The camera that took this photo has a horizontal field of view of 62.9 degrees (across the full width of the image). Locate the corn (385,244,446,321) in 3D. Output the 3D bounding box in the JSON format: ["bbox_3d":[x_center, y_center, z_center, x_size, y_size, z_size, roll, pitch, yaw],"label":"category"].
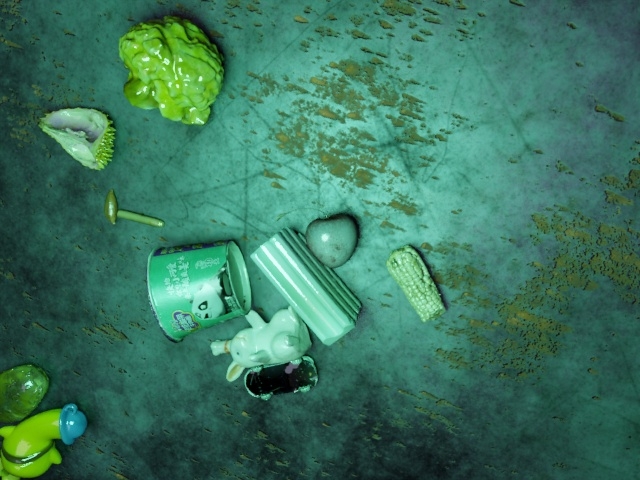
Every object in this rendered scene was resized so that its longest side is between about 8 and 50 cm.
[{"bbox_3d":[0.237,0.112,1.278,0.087,0.087,0.210,-30,94,15],"label":"corn"}]

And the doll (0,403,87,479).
[{"bbox_3d":[-0.844,0.596,1.548,0.363,0.145,0.199,-42,109,12],"label":"doll"}]

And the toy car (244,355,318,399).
[{"bbox_3d":[-0.107,0.367,1.409,0.205,0.056,0.095,-15,99,17],"label":"toy car"}]

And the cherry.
[{"bbox_3d":[0.000,0.005,1.270,0.188,0.115,0.148,-15,137,-17],"label":"cherry"}]

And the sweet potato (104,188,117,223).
[{"bbox_3d":[-0.565,-0.091,1.409,0.034,0.034,0.095,0,92,10],"label":"sweet potato"}]

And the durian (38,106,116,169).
[{"bbox_3d":[-0.605,-0.265,1.331,0.183,0.132,0.165,-5,90,23],"label":"durian"}]

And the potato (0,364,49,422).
[{"bbox_3d":[-0.906,0.457,1.545,0.251,0.113,0.149,-31,93,15],"label":"potato"}]

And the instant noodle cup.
[{"bbox_3d":[-0.289,0.113,1.304,0.190,0.251,0.251,-13,99,4],"label":"instant noodle cup"}]

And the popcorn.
[{"bbox_3d":[-0.343,-0.387,1.225,0.237,0.206,0.251,-8,118,-4],"label":"popcorn"}]

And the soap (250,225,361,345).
[{"bbox_3d":[-0.029,0.105,1.279,0.095,0.173,0.289,-39,93,16],"label":"soap"}]

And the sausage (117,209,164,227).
[{"bbox_3d":[-0.483,-0.058,1.405,0.132,0.024,0.024,14,104,8],"label":"sausage"}]

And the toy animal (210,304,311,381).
[{"bbox_3d":[-0.171,0.269,1.355,0.283,0.140,0.138,-13,140,8],"label":"toy animal"}]
